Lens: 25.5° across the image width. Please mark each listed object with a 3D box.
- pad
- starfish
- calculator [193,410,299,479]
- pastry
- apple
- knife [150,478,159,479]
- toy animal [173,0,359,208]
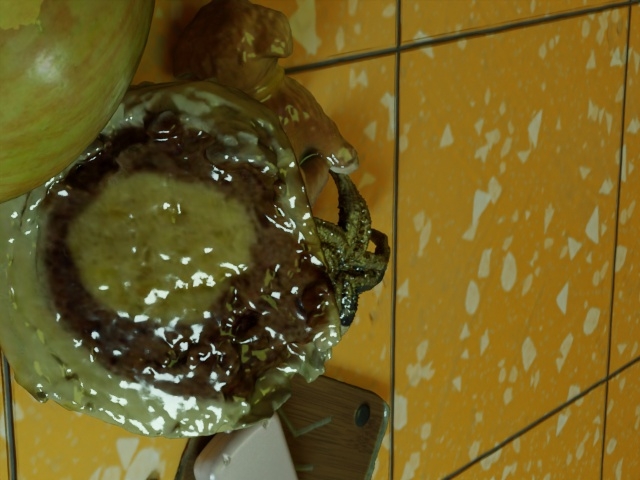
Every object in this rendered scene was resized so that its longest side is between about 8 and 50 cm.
[{"bbox_3d":[-0.049,0.260,1.332,0.286,0.018,0.284,24,81,-52],"label":"pad"},{"bbox_3d":[-0.001,-0.001,1.275,0.190,0.074,0.146,42,73,-48],"label":"starfish"},{"bbox_3d":[-0.060,0.226,1.264,0.100,0.032,0.175,-41,129,-38],"label":"calculator"},{"bbox_3d":[-0.115,0.006,1.037,0.170,0.236,0.256,-91,167,-68],"label":"pastry"},{"bbox_3d":[-0.218,-0.157,0.797,0.264,0.264,0.264,-19,115,-49],"label":"apple"},{"bbox_3d":[-0.193,0.309,1.144,0.260,0.034,0.063,-54,142,-33],"label":"knife"},{"bbox_3d":[-0.070,-0.090,1.132,0.184,0.104,0.185,-50,140,-31],"label":"toy animal"}]
